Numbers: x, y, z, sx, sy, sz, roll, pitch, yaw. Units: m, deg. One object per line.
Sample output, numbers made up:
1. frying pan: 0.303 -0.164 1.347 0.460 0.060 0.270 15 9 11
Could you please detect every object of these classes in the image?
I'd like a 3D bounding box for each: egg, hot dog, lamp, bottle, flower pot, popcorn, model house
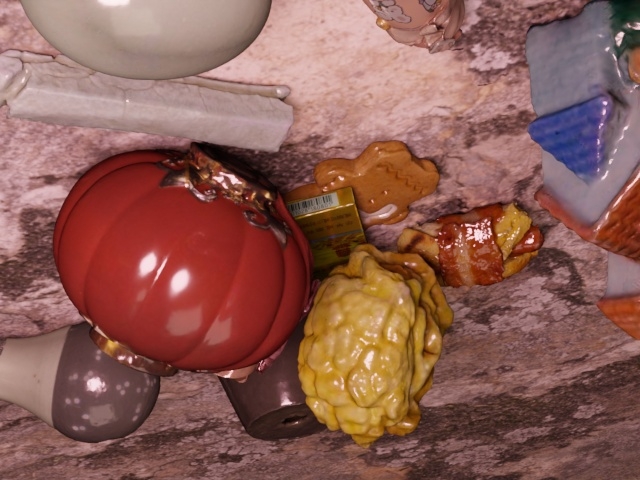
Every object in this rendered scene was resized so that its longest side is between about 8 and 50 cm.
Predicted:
1. egg: -0.151 -0.225 0.973 0.231 0.168 0.168 3 147 -28
2. hot dog: 0.213 0.016 1.578 0.213 0.103 0.146 -18 152 13
3. lamp: -0.391 0.206 1.610 0.314 0.181 0.182 1 148 -16
4. bottle: 0.096 -0.245 1.105 0.099 0.098 0.152 -22 150 17
5. lamp: -0.157 0.023 1.272 0.303 0.303 0.257 22 101 -44
6. flower pot: -0.056 0.217 1.764 0.269 0.166 0.269 -9 148 -6
7. popcorn: 0.074 0.116 1.451 0.174 0.286 0.225 11 138 21
8. model house: 0.380 -0.063 1.233 0.252 0.329 0.295 -9 159 44

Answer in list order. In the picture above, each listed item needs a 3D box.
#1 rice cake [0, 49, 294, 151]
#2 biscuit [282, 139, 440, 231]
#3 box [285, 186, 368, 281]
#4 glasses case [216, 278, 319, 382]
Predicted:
1. rice cake: -0.188 -0.149 1.194 0.336 0.063 0.066 4 143 -26
2. biscuit: 0.036 -0.049 1.473 0.249 0.035 0.184 -28 146 26
3. box: 0.000 0.000 1.478 0.121 0.030 0.193 -13 152 3
4. glasses case: -0.055 0.110 1.439 0.193 0.070 0.102 -59 148 -8
